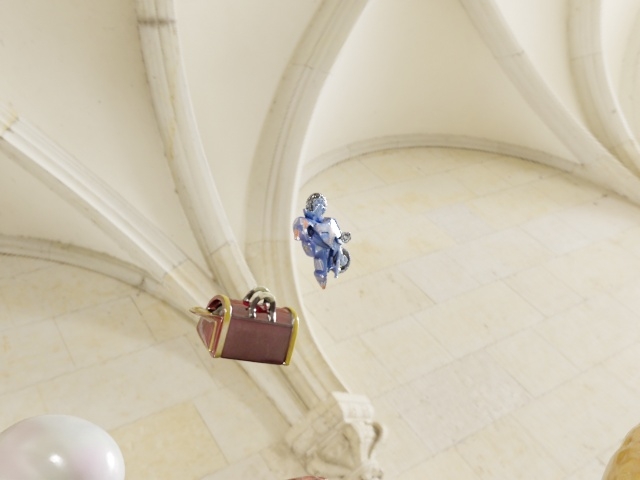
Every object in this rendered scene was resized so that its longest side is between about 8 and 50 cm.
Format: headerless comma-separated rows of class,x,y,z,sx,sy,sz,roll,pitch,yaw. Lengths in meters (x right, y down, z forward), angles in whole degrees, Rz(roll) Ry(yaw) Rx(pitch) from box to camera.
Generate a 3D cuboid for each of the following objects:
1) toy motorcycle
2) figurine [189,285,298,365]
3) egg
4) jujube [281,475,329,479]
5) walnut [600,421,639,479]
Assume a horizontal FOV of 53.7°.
toy motorcycle,0.000,0.000,1.393,0.114,0.076,0.205,-38,-62,-28
figurine,-0.102,0.107,0.858,0.154,0.082,0.098,17,-74,-33
egg,-0.252,0.217,0.597,0.103,0.135,0.103,9,-90,-80
jujube,-0.066,0.628,1.426,0.250,0.174,0.174,-11,-46,-13
walnut,0.271,0.181,0.353,0.193,0.226,0.193,1,-93,-25
